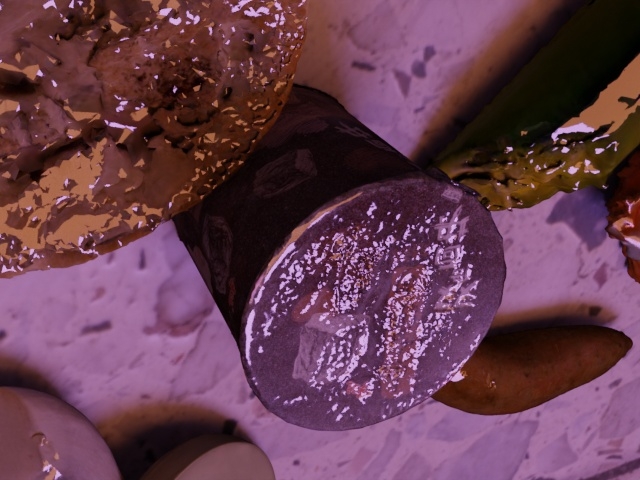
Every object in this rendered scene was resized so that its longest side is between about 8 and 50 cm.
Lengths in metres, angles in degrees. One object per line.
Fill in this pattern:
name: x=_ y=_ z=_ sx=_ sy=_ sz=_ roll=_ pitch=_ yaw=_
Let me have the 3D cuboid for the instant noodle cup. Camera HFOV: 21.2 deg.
instant noodle cup: x=0.000 y=0.000 z=1.291 sx=0.217 sy=0.207 sz=0.217 roll=-14 pitch=125 yaw=-21

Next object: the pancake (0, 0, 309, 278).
pancake: x=-0.193 y=-0.142 z=1.146 sx=0.387 sy=0.082 sz=0.387 roll=-8 pitch=125 yaw=-12

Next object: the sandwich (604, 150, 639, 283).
sandwich: x=0.368 y=-0.032 z=1.555 sx=0.212 sy=0.109 sz=0.292 roll=-35 pitch=129 yaw=4

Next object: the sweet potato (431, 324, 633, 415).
sweet potato: x=0.141 y=0.101 z=1.533 sx=0.346 sy=0.079 sz=0.108 roll=17 pitch=82 yaw=-35

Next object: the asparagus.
asparagus: x=0.233 y=-0.131 z=1.398 sx=0.382 sy=0.128 sz=0.108 roll=-46 pitch=173 yaw=6

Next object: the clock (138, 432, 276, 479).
clock: x=-0.116 y=0.276 z=1.460 sx=0.235 sy=0.029 sz=0.235 roll=-37 pitch=138 yaw=-44

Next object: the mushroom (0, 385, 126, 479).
mushroom: x=-0.209 y=0.191 z=1.385 sx=0.116 sy=0.093 sz=0.225 roll=-38 pitch=142 yaw=13
